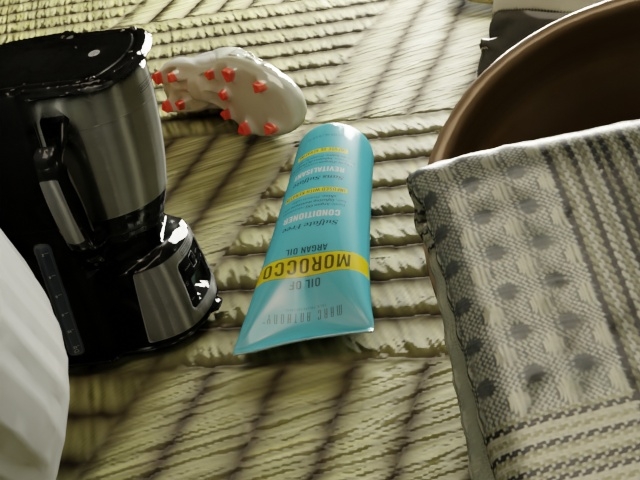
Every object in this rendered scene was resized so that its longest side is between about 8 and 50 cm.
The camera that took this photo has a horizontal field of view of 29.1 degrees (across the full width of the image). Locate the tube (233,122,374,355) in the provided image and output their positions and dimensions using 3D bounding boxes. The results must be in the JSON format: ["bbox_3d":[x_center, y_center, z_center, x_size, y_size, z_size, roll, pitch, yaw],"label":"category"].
[{"bbox_3d":[0.000,0.000,0.761,0.080,0.052,0.207,-15,32,16],"label":"tube"}]

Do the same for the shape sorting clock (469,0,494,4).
[{"bbox_3d":[0.210,-0.276,1.178,0.206,0.040,0.206,-8,38,6],"label":"shape sorting clock"}]

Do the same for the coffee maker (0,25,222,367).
[{"bbox_3d":[-0.158,-0.025,0.736,0.171,0.178,0.120,7,32,33],"label":"coffee maker"}]

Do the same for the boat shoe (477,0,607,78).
[{"bbox_3d":[0.256,-0.099,0.787,0.335,0.095,0.112,10,0,34],"label":"boat shoe"}]

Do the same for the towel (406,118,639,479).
[{"bbox_3d":[0.205,0.074,0.394,0.312,0.056,0.324,-12,52,2],"label":"towel"}]

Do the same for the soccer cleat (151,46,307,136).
[{"bbox_3d":[-0.065,-0.131,1.018,0.076,0.068,0.196,-28,27,-30],"label":"soccer cleat"}]

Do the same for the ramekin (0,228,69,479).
[{"bbox_3d":[-0.246,0.070,0.535,0.277,0.135,0.277,-6,62,11],"label":"ramekin"}]

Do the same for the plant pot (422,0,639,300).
[{"bbox_3d":[0.167,0.010,0.536,0.237,0.109,0.237,-7,54,9],"label":"plant pot"}]
